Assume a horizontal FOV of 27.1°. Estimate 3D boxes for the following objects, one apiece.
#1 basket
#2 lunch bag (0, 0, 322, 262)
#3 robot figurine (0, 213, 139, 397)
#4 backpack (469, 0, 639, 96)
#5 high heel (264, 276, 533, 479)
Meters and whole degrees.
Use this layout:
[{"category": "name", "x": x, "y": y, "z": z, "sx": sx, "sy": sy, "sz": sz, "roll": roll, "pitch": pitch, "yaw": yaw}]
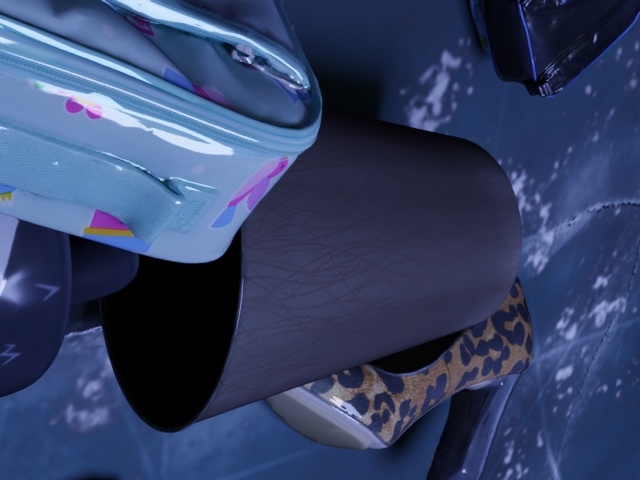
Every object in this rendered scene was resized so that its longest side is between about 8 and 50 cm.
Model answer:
[{"category": "basket", "x": 0.000, "y": 0.000, "z": 0.810, "sx": 0.226, "sy": 0.154, "sz": 0.204, "roll": -5, "pitch": 107, "yaw": -38}, {"category": "lunch bag", "x": -0.132, "y": -0.107, "z": 0.551, "sx": 0.279, "sy": 0.224, "sz": 0.108, "roll": 16, "pitch": 125, "yaw": -36}, {"category": "robot figurine", "x": -0.223, "y": 0.008, "z": 0.603, "sx": 0.278, "sy": 0.209, "sz": 0.174, "roll": -14, "pitch": 148, "yaw": -38}, {"category": "backpack", "x": 0.163, "y": -0.173, "z": 0.930, "sx": 0.114, "sy": 0.084, "sz": 0.105, "roll": -37, "pitch": 132, "yaw": -17}, {"category": "high heel", "x": 0.055, "y": 0.068, "z": 0.975, "sx": 0.261, "sy": 0.093, "sz": 0.186, "roll": 34, "pitch": 68, "yaw": -38}]
